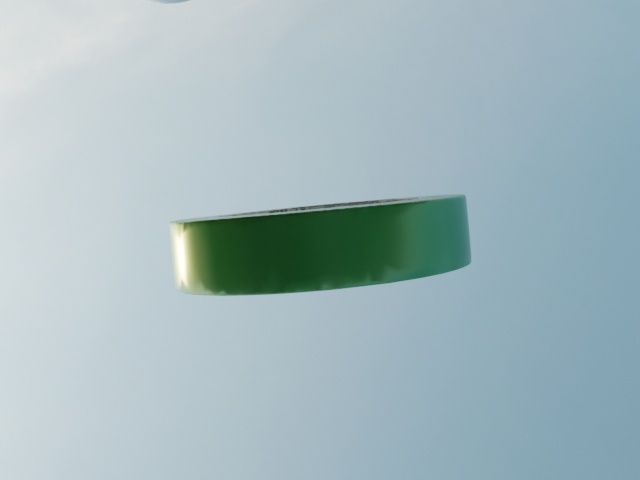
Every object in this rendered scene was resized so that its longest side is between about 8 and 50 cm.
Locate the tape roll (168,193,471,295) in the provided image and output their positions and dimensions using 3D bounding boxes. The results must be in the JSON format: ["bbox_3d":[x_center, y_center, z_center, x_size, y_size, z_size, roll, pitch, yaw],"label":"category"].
[{"bbox_3d":[0.000,0.000,0.904,0.321,0.321,0.077,-5,-87,26],"label":"tape roll"}]

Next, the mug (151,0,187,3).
[{"bbox_3d":[-0.274,-0.520,1.267,0.328,0.276,0.374,-37,-103,-15],"label":"mug"}]
